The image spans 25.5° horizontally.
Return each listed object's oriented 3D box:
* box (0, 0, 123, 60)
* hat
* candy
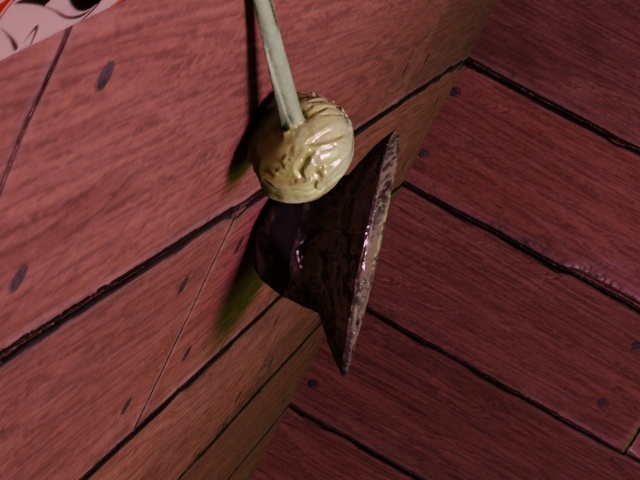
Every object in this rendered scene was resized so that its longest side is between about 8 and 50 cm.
[{"bbox_3d":[0.000,-0.199,0.424,0.353,0.069,0.214,-41,179,40],"label":"box"},{"bbox_3d":[0.000,0.000,1.490,0.265,0.128,0.266,14,90,-87],"label":"hat"},{"bbox_3d":[-0.029,-0.120,1.094,0.335,0.093,0.092,72,4,-69],"label":"candy"}]
